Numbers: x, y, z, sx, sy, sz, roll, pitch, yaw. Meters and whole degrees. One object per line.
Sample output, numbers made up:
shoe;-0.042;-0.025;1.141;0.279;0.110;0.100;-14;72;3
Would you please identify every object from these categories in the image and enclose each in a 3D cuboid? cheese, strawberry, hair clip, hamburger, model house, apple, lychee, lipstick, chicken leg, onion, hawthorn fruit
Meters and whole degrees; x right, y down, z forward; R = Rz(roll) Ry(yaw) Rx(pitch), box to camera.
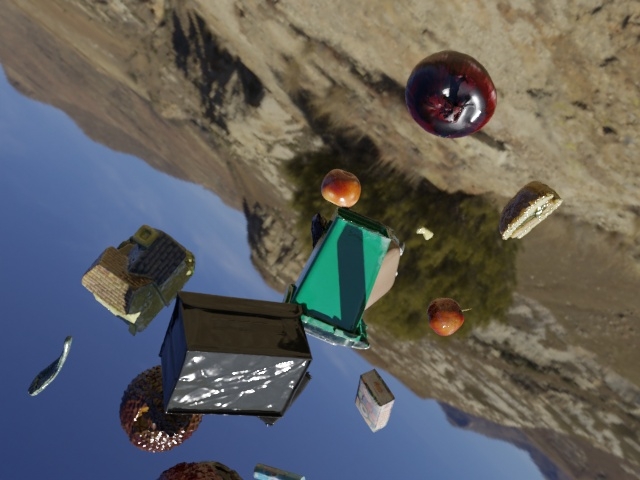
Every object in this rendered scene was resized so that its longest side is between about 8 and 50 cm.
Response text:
cheese;0.442;-0.034;2.722;0.083;0.044;0.030;26;-164;-35
strawberry;-0.364;0.704;1.674;0.220;0.274;0.274;43;-178;40
hair clip;-0.684;0.321;1.635;0.036;0.229;0.066;30;-153;-26
hamburger;0.699;-0.113;2.175;0.124;0.262;0.131;-4;-119;-29
model house;-0.571;0.079;1.957;0.261;0.321;0.266;34;161;13
apple;0.085;-0.216;2.614;0.163;0.139;0.163;23;-173;-3
lychee;-0.468;0.501;1.946;0.267;0.267;0.267;41;-179;-1
lipstick;-0.127;0.724;1.953;0.158;0.048;0.048;8;166;24
chicken leg;0.000;0.000;2.171;0.105;0.063;0.233;-128;32;-66
onion;0.377;-0.406;1.860;0.273;0.273;0.285;41;-142;-21
hawthorn fruit;0.414;0.245;2.100;0.125;0.140;0.125;56;169;17

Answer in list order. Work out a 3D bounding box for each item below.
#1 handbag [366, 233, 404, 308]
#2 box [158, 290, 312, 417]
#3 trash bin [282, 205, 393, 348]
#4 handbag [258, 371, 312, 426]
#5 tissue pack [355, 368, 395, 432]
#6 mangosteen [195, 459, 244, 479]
handbag;0.186;0.087;2.253;0.149;0.283;0.301;45;154;29
box;-0.223;0.302;1.662;0.345;0.251;0.204;9;-144;-24
trash bin;0.075;0.114;1.964;0.295;0.381;0.259;23;-166;-3
handbag;-0.185;0.521;2.332;0.223;0.247;0.080;43;165;-5
tissue pack;0.145;0.435;1.736;0.108;0.060;0.148;54;153;34
mangosteen;-0.357;0.829;1.973;0.288;0.288;0.288;41;-179;-1
